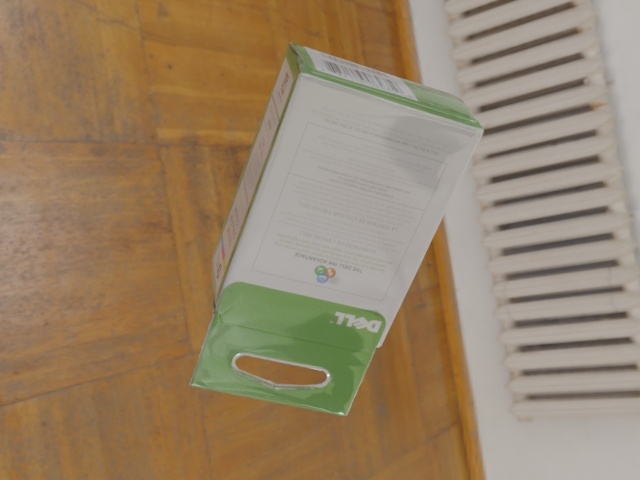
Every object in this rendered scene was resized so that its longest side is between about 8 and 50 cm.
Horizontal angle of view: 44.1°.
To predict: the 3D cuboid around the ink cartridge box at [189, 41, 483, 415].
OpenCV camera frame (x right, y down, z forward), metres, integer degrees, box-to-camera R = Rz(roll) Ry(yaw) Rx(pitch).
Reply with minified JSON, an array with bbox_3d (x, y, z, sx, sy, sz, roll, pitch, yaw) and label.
[{"bbox_3d":[0.000,0.000,0.478,0.109,0.209,0.062,14,26,-17],"label":"ink cartridge box"}]
